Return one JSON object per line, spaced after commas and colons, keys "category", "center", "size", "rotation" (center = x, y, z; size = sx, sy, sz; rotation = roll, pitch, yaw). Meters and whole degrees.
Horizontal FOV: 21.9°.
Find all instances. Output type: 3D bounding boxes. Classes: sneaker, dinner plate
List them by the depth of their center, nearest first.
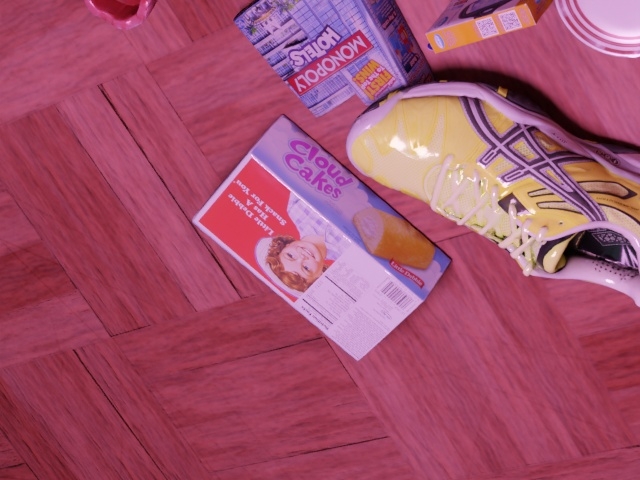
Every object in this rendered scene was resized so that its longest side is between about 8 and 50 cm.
{"category": "dinner plate", "center": [0.298, -0.243, 1.616], "size": [0.141, 0.017, 0.141], "rotation": [10, 127, 14]}
{"category": "sneaker", "center": [0.208, -0.050, 1.707], "size": [0.385, 0.147, 0.145], "rotation": [17, 133, 6]}

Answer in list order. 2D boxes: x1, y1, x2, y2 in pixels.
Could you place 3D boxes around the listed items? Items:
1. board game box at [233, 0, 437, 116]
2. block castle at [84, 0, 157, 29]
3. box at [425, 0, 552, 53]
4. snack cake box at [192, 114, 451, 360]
{"category": "board game box", "center": [0.023, -0.207, 1.786], "size": [0.194, 0.060, 0.194], "rotation": [49, 133, -11]}
{"category": "block castle", "center": [-0.250, -0.448, 1.631], "size": [0.453, 0.213, 0.303], "rotation": [48, 137, -15]}
{"category": "box", "center": [0.167, -0.229, 1.668], "size": [0.136, 0.081, 0.028], "rotation": [-10, 118, 35]}
{"category": "snack cake box", "center": [0.000, 0.000, 1.942], "size": [0.264, 0.089, 0.152], "rotation": [41, 136, -3]}
